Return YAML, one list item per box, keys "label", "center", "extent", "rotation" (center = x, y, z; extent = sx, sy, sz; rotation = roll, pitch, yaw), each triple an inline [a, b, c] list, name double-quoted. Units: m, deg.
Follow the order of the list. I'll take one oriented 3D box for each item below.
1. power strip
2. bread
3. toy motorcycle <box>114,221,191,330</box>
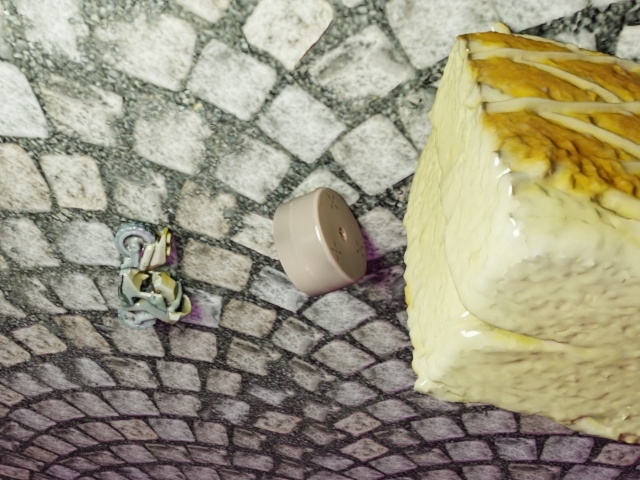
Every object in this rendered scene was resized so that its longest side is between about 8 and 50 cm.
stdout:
- label: "power strip"
  center: [0.000, 0.000, 0.822]
  extent: [0.078, 0.154, 0.154]
  rotation: [-22, 128, 25]
- label: "bread"
  center: [0.290, -0.012, 0.609]
  extent: [0.390, 0.371, 0.279]
  rotation: [14, 131, -10]
- label: "toy motorcycle"
  center: [-0.289, 0.068, 0.988]
  extent: [0.130, 0.094, 0.229]
  rotation: [8, 123, -5]
